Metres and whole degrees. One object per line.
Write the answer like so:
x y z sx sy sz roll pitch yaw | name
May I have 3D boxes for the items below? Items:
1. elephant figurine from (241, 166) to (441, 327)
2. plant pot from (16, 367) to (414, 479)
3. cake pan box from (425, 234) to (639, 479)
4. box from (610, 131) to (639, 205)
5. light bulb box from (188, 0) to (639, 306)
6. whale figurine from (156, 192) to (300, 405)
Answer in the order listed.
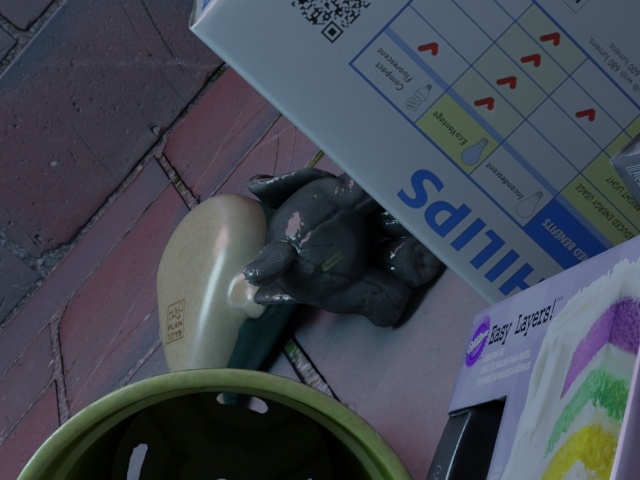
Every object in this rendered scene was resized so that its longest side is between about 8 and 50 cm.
0.000 0.000 1.331 0.169 0.186 0.239 -59 23 -9 | elephant figurine
-0.070 0.200 0.965 0.276 0.276 0.254 -49 6 2 | plant pot
0.120 0.137 0.720 0.267 0.070 0.246 141 150 -71 | cake pan box
0.271 -0.084 0.670 0.183 0.056 0.231 -40 8 -16 | box
0.152 -0.185 1.002 0.361 0.358 0.225 -45 16 11 | light bulb box
-0.091 0.089 1.469 0.216 0.141 0.272 -26 53 52 | whale figurine
